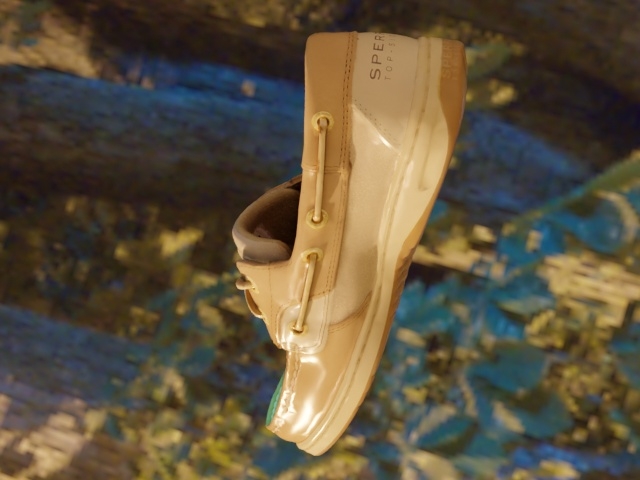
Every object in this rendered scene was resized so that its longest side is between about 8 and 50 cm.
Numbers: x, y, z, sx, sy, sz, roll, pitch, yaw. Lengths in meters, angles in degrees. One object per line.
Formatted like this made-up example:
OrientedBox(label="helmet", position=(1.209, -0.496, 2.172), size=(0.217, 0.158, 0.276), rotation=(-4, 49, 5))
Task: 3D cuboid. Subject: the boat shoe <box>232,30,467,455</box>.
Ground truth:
OrientedBox(label="boat shoe", position=(0.000, 0.000, 0.589), size=(0.063, 0.059, 0.170), rotation=(-82, 8, -54))
